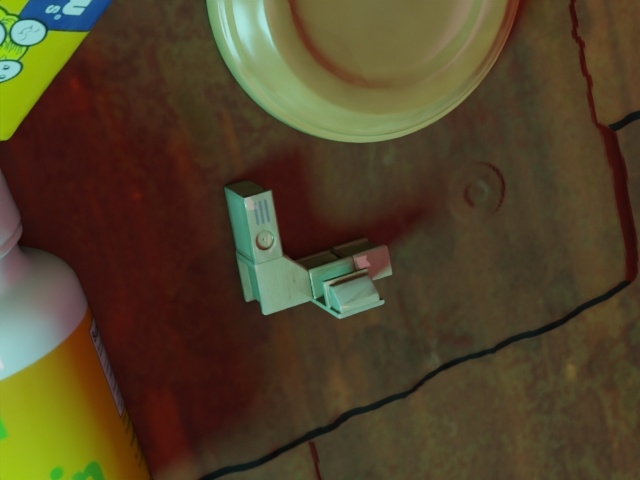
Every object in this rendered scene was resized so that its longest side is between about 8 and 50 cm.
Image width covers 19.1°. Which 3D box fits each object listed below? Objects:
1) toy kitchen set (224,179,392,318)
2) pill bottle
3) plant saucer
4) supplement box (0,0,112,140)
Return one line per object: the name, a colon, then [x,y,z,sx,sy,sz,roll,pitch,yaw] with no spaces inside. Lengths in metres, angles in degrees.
toy kitchen set: [0.000,0.000,1.103,0.083,0.068,0.075,-17,110,-20]
pill bottle: [-0.176,0.088,1.009,0.136,0.136,0.245,-24,113,-17]
plant saucer: [0.033,-0.152,1.095,0.200,0.037,0.200,-7,107,-23]
supplement box: [-0.261,-0.177,0.770,0.357,0.195,0.194,0,145,-43]
